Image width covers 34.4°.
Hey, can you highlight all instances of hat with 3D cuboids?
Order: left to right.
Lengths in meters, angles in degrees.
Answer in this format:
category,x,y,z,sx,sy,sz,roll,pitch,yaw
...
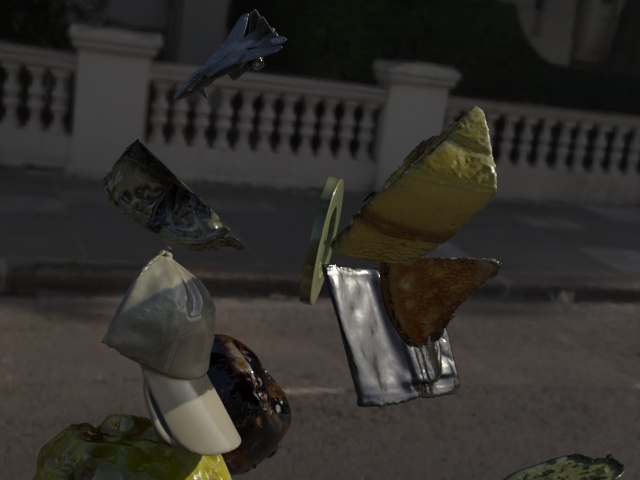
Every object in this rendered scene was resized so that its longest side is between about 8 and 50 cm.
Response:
category,x,y,z,sx,sy,sz,roll,pitch,yaw
hat,-0.153,0.139,1.254,0.226,0.164,0.219,40,4,-2

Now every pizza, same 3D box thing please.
category,x,y,z,sx,sy,sz,roll,pitch,yaw
pizza,0.187,0.066,1.601,0.195,0.185,0.052,-20,26,-7

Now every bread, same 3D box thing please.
category,x,y,z,sx,sy,sz,roll,pitch,yaw
bread,0.126,-0.055,1.372,0.178,0.142,0.266,-28,-10,-27

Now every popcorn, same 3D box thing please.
category,x,y,z,sx,sy,sz,roll,pitch,yaw
popcorn,-0.227,0.348,1.299,0.286,0.252,0.215,15,-18,1

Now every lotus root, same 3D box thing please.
category,x,y,z,sx,sy,sz,roll,pitch,yaw
lotus root,0.389,0.407,1.644,0.203,0.078,0.183,-16,5,-5

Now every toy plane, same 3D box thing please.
category,x,y,z,sx,sy,sz,roll,pitch,yaw
toy plane,-0.204,-0.381,2.260,0.088,0.267,0.212,45,4,-41

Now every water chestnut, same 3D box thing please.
category,x,y,z,sx,sy,sz,roll,pitch,yaw
water chestnut,-0.210,0.330,1.992,0.300,0.300,0.300,7,12,-2

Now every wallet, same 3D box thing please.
category,x,y,z,sx,sy,sz,roll,pitch,yaw
wallet,0.132,0.161,1.776,0.041,0.247,0.323,-29,-21,35

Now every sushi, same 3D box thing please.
category,x,y,z,sx,sy,sz,roll,pitch,yaw
sushi,-0.266,-0.044,1.802,0.273,0.109,0.134,44,-11,-5

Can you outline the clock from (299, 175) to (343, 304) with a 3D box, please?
category,x,y,z,sx,sy,sz,roll,pitch,yaw
clock,0.000,0.000,1.850,0.029,0.235,0.235,13,13,6
